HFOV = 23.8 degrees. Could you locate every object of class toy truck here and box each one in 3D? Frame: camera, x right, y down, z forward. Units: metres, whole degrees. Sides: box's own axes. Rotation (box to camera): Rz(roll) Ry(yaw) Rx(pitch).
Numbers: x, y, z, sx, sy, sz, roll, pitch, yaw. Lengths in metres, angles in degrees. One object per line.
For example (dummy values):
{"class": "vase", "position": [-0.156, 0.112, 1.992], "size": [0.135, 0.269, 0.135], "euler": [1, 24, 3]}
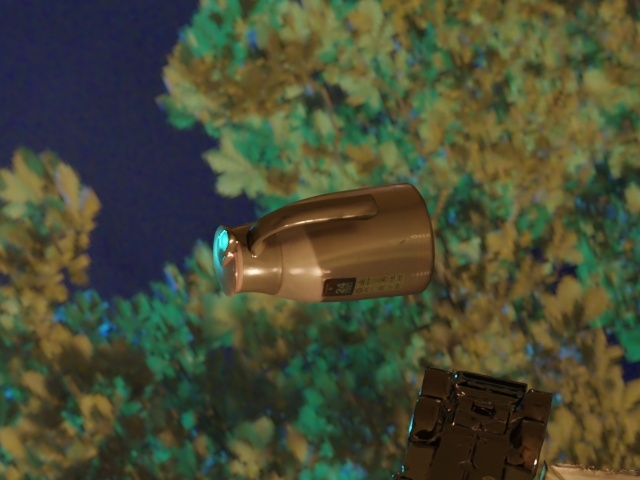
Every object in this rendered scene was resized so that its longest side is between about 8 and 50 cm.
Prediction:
{"class": "toy truck", "position": [0.072, 0.130, 0.787], "size": [0.074, 0.088, 0.202], "euler": [13, -154, 8]}

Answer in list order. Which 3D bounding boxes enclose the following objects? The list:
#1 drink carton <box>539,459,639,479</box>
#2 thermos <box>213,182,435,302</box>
{"class": "drink carton", "position": [0.253, 0.320, 1.218], "size": [0.194, 0.324, 0.132], "euler": [7, -128, 6]}
{"class": "thermos", "position": [0.000, 0.000, 1.366], "size": [0.193, 0.137, 0.105], "euler": [-6, -113, -19]}
